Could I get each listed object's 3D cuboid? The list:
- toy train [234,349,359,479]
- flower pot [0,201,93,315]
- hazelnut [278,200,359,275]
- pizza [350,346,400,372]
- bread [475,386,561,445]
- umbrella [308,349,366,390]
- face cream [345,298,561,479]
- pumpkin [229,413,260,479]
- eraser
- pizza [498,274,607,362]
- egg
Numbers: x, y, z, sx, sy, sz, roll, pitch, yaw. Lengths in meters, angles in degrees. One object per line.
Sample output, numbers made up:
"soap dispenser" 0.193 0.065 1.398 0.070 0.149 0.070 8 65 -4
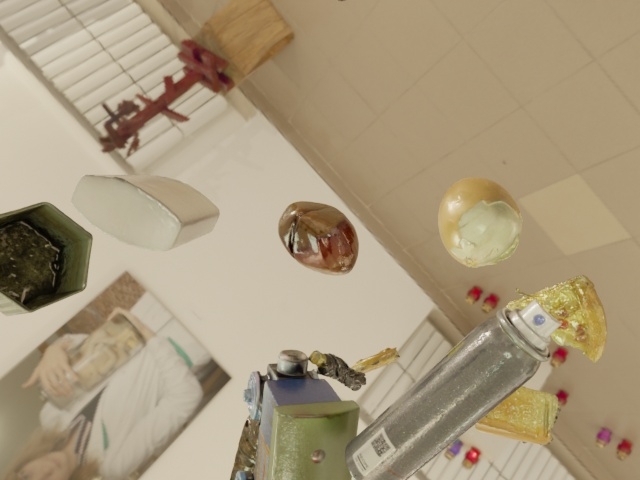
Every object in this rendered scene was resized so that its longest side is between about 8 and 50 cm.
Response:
"toy train" -0.045 0.317 0.771 0.202 0.131 0.299 -148 62 -69
"flower pot" -0.637 0.043 1.203 0.190 0.239 0.209 -12 102 47
"hazelnut" -0.002 0.002 1.407 0.212 0.181 0.180 33 121 42
"pizza" 0.138 0.309 1.419 0.160 0.099 0.035 -29 69 25
"bread" 0.458 0.393 1.284 0.169 0.139 0.160 10 172 23
"umbrella" 0.029 0.205 0.872 0.040 0.037 0.144 2 155 35
"face cream" 0.139 0.170 0.598 0.073 0.073 0.283 43 112 5
"pumpkin" -0.061 0.465 1.101 0.140 0.316 0.222 -2 159 34
"eraser" -0.290 -0.058 0.973 0.174 0.094 0.270 27 -172 -1
"pizza" 0.627 0.219 1.515 0.288 0.075 0.279 -7 121 44
"egg" 0.397 -0.055 1.407 0.201 0.244 0.201 -4 139 -3
